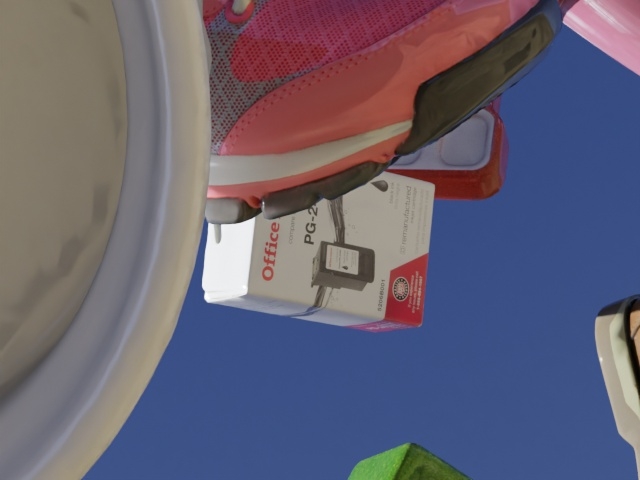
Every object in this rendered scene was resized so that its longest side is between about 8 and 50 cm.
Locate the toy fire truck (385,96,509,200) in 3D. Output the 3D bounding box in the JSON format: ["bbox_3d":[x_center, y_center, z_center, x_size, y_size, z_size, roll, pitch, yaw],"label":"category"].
[{"bbox_3d":[0.017,-0.148,1.544,0.302,0.254,0.169,2,-32,13],"label":"toy fire truck"}]

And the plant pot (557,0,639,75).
[{"bbox_3d":[0.315,-0.248,1.707,0.201,0.180,0.201,-40,-11,-9],"label":"plant pot"}]

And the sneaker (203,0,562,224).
[{"bbox_3d":[-0.065,-0.092,0.645,0.116,0.313,0.136,-42,-56,-42],"label":"sneaker"}]

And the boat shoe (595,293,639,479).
[{"bbox_3d":[0.275,0.168,1.172,0.104,0.307,0.110,-26,-12,36],"label":"boat shoe"}]

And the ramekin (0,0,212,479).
[{"bbox_3d":[-0.160,-0.041,0.509,0.277,0.135,0.277,1,-81,3],"label":"ramekin"}]

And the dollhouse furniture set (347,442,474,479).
[{"bbox_3d":[-0.013,0.252,0.673,0.151,0.197,0.302,37,-122,-13],"label":"dollhouse furniture set"}]

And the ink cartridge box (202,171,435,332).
[{"bbox_3d":[0.000,0.000,1.277,0.150,0.063,0.109,12,-101,-31],"label":"ink cartridge box"}]
